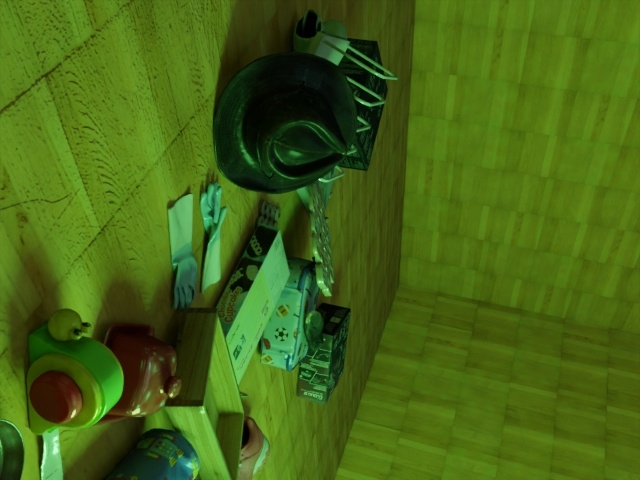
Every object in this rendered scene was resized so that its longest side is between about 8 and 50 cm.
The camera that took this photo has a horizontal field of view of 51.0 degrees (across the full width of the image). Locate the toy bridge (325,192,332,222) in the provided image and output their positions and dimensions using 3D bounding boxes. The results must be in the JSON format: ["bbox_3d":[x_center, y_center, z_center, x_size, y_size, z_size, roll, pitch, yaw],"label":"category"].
[{"bbox_3d":[0.007,-0.062,2.089,0.063,0.026,0.188,-35,134,-68],"label":"toy bridge"}]

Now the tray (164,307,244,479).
[{"bbox_3d":[-0.219,0.334,1.333,0.411,0.076,0.203,85,5,-49],"label":"tray"}]

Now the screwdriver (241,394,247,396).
[{"bbox_3d":[-0.200,0.389,1.662,0.170,0.024,0.025,62,12,-70],"label":"screwdriver"}]

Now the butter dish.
[{"bbox_3d":[-0.276,0.218,1.058,0.160,0.118,0.160,35,67,-74],"label":"butter dish"}]

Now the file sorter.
[{"bbox_3d":[0.028,-0.297,1.515,0.278,0.173,0.193,-60,170,20],"label":"file sorter"}]

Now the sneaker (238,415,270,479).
[{"bbox_3d":[-0.217,0.558,1.609,0.314,0.115,0.136,-71,155,-51],"label":"sneaker"}]

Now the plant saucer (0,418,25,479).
[{"bbox_3d":[-0.411,0.287,0.777,0.168,0.029,0.169,12,90,-75],"label":"plant saucer"}]

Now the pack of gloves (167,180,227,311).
[{"bbox_3d":[-0.218,0.014,1.267,0.195,0.046,0.232,-53,151,-60],"label":"pack of gloves"}]

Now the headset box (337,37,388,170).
[{"bbox_3d":[0.081,-0.368,1.792,0.246,0.131,0.283,54,49,-69],"label":"headset box"}]

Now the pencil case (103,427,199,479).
[{"bbox_3d":[-0.312,0.446,1.084,0.306,0.119,0.133,-53,129,-58],"label":"pencil case"}]

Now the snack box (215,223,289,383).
[{"bbox_3d":[-0.163,0.144,1.519,0.187,0.060,0.322,82,27,-52],"label":"snack box"}]

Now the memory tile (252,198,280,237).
[{"bbox_3d":[-0.128,-0.035,1.627,0.148,0.012,0.113,26,76,-75],"label":"memory tile"}]

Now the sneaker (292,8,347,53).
[{"bbox_3d":[0.006,-0.496,1.606,0.151,0.094,0.256,95,17,-49],"label":"sneaker"}]

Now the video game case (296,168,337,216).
[{"bbox_3d":[0.000,-0.245,1.903,0.329,0.036,0.300,63,40,-67],"label":"video game case"}]

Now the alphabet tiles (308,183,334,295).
[{"bbox_3d":[0.000,0.000,1.806,0.278,0.021,0.284,62,22,-68],"label":"alphabet tiles"}]

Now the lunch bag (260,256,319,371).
[{"bbox_3d":[-0.072,0.186,1.816,0.243,0.114,0.304,-8,110,-77],"label":"lunch bag"}]

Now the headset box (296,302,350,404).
[{"bbox_3d":[0.011,0.392,2.278,0.218,0.110,0.293,-47,145,-63],"label":"headset box"}]

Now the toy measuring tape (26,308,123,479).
[{"bbox_3d":[-0.325,0.244,0.904,0.121,0.121,0.330,-47,145,-64],"label":"toy measuring tape"}]

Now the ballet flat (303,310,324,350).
[{"bbox_3d":[-0.022,0.231,1.746,0.057,0.049,0.173,-24,146,-16],"label":"ballet flat"}]

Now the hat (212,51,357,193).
[{"bbox_3d":[-0.036,-0.201,1.299,0.331,0.134,0.331,-19,129,-25],"label":"hat"}]
